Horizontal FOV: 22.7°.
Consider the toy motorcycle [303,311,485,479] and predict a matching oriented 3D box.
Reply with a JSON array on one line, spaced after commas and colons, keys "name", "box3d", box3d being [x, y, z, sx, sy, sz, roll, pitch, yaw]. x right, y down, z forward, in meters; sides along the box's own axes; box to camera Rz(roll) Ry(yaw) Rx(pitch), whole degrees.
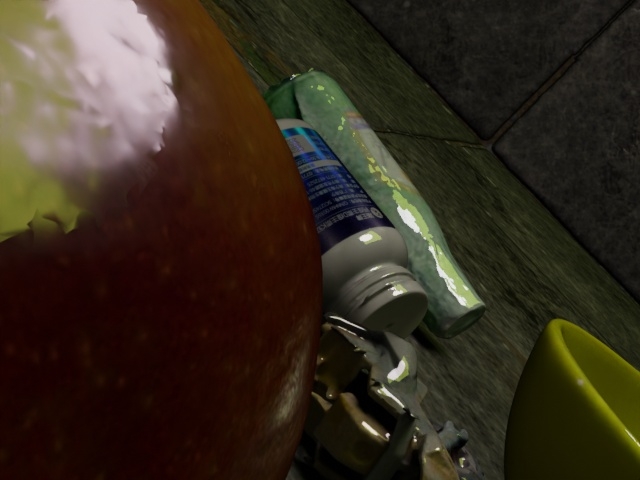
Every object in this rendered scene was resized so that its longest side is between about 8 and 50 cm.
[{"name": "toy motorcycle", "box3d": [0.012, 0.108, 1.027, 0.229, 0.094, 0.130, 33, 19, -7]}]

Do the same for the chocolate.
[{"name": "chocolate", "box3d": [0.050, -0.030, 1.525, 0.291, 0.110, 0.110, 52, 15, 20]}]

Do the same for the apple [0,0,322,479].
[{"name": "apple", "box3d": [-0.151, 0.023, 0.442, 0.288, 0.288, 0.317, 45, 27, 2]}]

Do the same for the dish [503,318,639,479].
[{"name": "dish", "box3d": [0.187, 0.167, 0.870, 0.262, 0.108, 0.221, 34, 15, -38]}]

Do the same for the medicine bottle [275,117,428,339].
[{"name": "medicine bottle", "box3d": [0.000, 0.000, 1.265, 0.191, 0.107, 0.107, 52, 16, 28]}]
